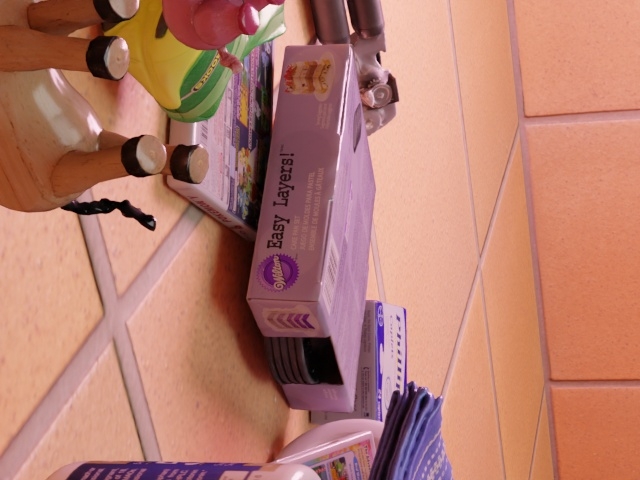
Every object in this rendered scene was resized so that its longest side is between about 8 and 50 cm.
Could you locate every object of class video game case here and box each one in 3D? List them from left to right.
[{"bbox_3d":[-0.077,-0.116,1.071,0.183,0.023,0.201,40,49,-69],"label":"video game case"},{"bbox_3d":[0.004,0.240,1.029,0.143,0.019,0.157,-10,90,-48],"label":"video game case"}]

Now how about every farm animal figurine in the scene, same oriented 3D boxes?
[{"bbox_3d":[-0.157,-0.199,0.586,0.327,0.172,0.330,34,63,-56],"label":"farm animal figurine"}]

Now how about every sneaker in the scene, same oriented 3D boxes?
[{"bbox_3d":[-0.076,-0.207,0.961,0.123,0.110,0.295,73,30,-49],"label":"sneaker"}]

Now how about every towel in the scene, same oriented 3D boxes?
[{"bbox_3d":[0.083,0.302,1.056,0.336,0.040,0.243,70,30,-43],"label":"towel"}]

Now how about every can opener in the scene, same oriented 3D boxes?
[{"bbox_3d":[0.020,-0.239,1.376,0.095,0.076,0.283,-127,-159,-57],"label":"can opener"}]

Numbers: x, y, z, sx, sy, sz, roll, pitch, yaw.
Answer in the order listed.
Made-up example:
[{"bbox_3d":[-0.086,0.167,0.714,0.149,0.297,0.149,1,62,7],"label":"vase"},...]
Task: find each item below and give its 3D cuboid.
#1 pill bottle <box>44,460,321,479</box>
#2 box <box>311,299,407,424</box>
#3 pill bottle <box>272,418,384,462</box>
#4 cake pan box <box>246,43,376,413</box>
[{"bbox_3d":[-0.094,0.169,0.679,0.112,0.187,0.112,-2,90,-74],"label":"pill bottle"},{"bbox_3d":[0.041,0.126,1.358,0.137,0.072,0.126,18,71,-73],"label":"box"},{"bbox_3d":[0.043,0.303,1.211,0.146,0.146,0.264,-70,153,-52],"label":"pill bottle"},{"bbox_3d":[0.000,0.000,1.191,0.245,0.070,0.266,71,23,-61],"label":"cake pan box"}]
